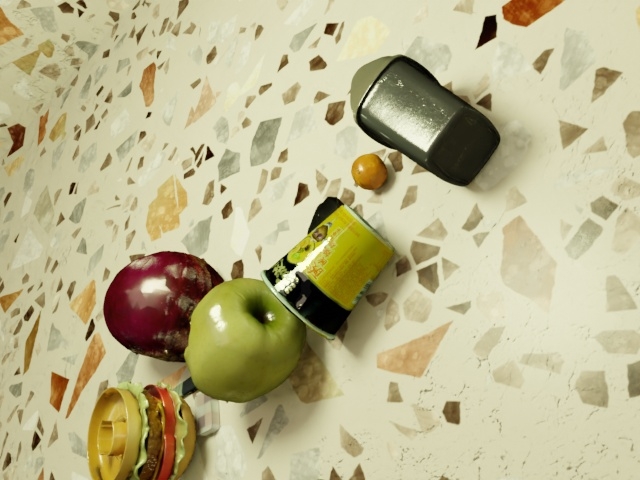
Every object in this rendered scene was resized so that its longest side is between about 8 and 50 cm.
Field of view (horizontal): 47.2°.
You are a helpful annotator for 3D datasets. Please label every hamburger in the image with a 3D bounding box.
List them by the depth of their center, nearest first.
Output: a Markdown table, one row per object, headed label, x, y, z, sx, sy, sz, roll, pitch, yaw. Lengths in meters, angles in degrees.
| label | x | y | z | sx | sy | sz | roll | pitch | yaw |
| --- | --- | --- | --- | --- | --- | --- | --- | --- | --- |
| hamburger | -0.417 | 0.474 | 1.760 | 0.274 | 0.212 | 0.274 | -20 | 64 | 49 |

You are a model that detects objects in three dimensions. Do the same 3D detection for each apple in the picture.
| label | x | y | z | sx | sy | sz | roll | pitch | yaw |
| --- | --- | --- | --- | --- | --- | --- | --- | --- | --- |
| apple | -0.163 | 0.219 | 1.593 | 0.279 | 0.279 | 0.279 | -21 | 58 | 38 |

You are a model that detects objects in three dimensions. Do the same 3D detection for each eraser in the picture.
| label | x | y | z | sx | sy | sz | roll | pitch | yaw |
| --- | --- | --- | --- | --- | --- | --- | --- | --- | --- |
| eraser | -0.277 | 0.418 | 1.786 | 0.065 | 0.026 | 0.105 | -33 | 51 | 35 |

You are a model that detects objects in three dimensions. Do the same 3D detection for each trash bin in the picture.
| label | x | y | z | sx | sy | sz | roll | pitch | yaw |
| --- | --- | --- | --- | --- | --- | --- | --- | --- | --- |
| trash bin | 0.202 | -0.247 | 1.484 | 0.182 | 0.209 | 0.290 | -54 | 49 | 10 |

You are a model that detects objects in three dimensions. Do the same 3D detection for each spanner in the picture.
| label | x | y | z | sx | sy | sz | roll | pitch | yaw |
| --- | --- | --- | --- | --- | --- | --- | --- | --- | --- |
| spanner | -0.396 | 0.407 | 1.916 | 0.316 | 0.024 | 0.087 | -36 | 44 | 29 |

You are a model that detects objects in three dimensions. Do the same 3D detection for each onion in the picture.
| label | x | y | z | sx | sy | sz | roll | pitch | yaw |
| --- | --- | --- | --- | --- | --- | --- | --- | --- | --- |
| onion | -0.408 | 0.158 | 1.877 | 0.337 | 0.260 | 0.281 | -4 | 64 | 45 |

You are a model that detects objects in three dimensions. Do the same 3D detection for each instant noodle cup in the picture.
| label | x | y | z | sx | sy | sz | roll | pitch | yaw |
| --- | --- | --- | --- | --- | --- | --- | --- | --- | --- |
| instant noodle cup | 0.027 | 0.058 | 1.532 | 0.236 | 0.215 | 0.215 | -47 | 44 | 6 |

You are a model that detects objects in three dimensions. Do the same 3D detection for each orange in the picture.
| label | x | y | z | sx | sy | sz | roll | pitch | yaw |
| --- | --- | --- | --- | --- | --- | --- | --- | --- | --- |
| orange | 0.108 | -0.152 | 1.622 | 0.083 | 0.083 | 0.083 | -21 | 58 | 38 |

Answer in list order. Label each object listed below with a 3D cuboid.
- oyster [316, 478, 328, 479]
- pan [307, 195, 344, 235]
| label | x | y | z | sx | sy | sz | roll | pitch | yaw |
| --- | --- | --- | --- | --- | --- | --- | --- | --- | --- |
| oyster | -0.009 | 0.544 | 1.393 | 0.341 | 0.110 | 0.166 | -1 | 72 | 45 |
| pan | 0.000 | -0.011 | 1.687 | 0.202 | 0.048 | 0.128 | -45 | 31 | 37 |
